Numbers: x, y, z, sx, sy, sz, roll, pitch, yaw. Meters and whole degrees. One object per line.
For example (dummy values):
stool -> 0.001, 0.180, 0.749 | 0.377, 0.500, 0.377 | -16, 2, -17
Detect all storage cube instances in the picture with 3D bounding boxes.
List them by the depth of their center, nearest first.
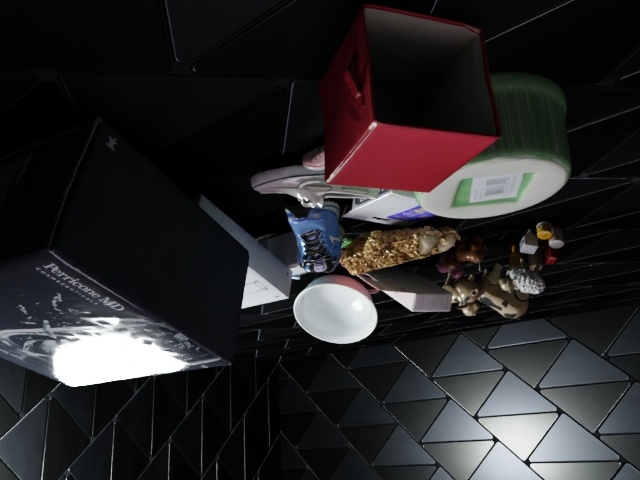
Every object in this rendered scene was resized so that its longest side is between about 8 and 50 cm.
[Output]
storage cube -> 0.115, -0.195, 0.800 | 0.215, 0.183, 0.193 | 2, 161, -18

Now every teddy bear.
teddy bear -> 0.204, 0.009, 1.468 | 0.245, 0.113, 0.338 | -11, 176, -28

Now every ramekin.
ramekin -> 0.301, -0.154, 0.997 | 0.303, 0.148, 0.303 | -3, 160, -1

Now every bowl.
bowl -> 0.062, 0.220, 1.952 | 0.298, 0.134, 0.298 | 6, 130, 8

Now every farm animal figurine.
farm animal figurine -> 0.496, 0.152, 1.693 | 0.327, 0.172, 0.330 | 21, 157, 18

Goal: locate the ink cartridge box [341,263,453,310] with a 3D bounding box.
ink cartridge box -> 0.233, 0.148, 1.753 | 0.261, 0.066, 0.296 | 4, -169, -21

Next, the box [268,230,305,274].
box -> -0.085, 0.039, 1.541 | 0.102, 0.101, 0.087 | -17, 156, 32

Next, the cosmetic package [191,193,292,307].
cosmetic package -> -0.295, 0.055, 1.415 | 0.284, 0.097, 0.377 | -17, 139, 28

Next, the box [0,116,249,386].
box -> -0.480, 0.067, 1.110 | 0.472, 0.297, 0.480 | -15, 142, 23

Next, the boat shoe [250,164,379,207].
boat shoe -> -0.010, -0.109, 1.135 | 0.268, 0.088, 0.096 | -5, 178, -5

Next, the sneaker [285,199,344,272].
sneaker -> 0.000, 0.000, 1.381 | 0.130, 0.147, 0.330 | -8, 159, 12

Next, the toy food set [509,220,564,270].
toy food set -> 0.654, 0.006, 1.645 | 0.111, 0.104, 0.232 | 9, 143, 4

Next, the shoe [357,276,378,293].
shoe -> 0.140, 0.172, 2.025 | 0.178, 0.063, 0.081 | -7, 160, -6

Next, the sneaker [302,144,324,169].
sneaker -> 0.019, -0.176, 1.043 | 0.134, 0.051, 0.070 | -1, 145, 24

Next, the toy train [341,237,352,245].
toy train -> 0.066, 0.011, 1.617 | 0.024, 0.017, 0.083 | -5, 163, -31

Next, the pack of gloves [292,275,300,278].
pack of gloves -> -0.154, 0.113, 1.822 | 0.232, 0.046, 0.195 | -18, 157, 34

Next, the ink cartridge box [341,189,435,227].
ink cartridge box -> 0.189, -0.086, 1.313 | 0.206, 0.045, 0.208 | 8, 163, -30
